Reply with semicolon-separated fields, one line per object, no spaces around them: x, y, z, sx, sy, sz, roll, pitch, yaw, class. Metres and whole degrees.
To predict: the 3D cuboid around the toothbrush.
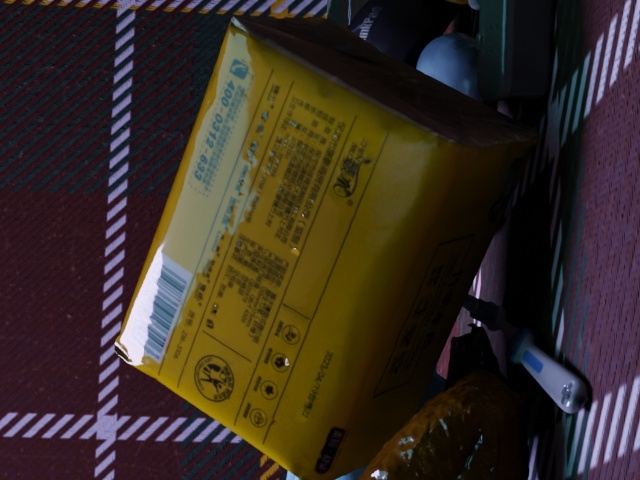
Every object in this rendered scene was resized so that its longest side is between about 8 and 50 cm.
0.197;0.104;1.534;0.386;0.040;0.040;-128;40;-76;toothbrush

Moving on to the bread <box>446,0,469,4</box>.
0.135;-0.341;1.820;0.069;0.127;0.140;-90;6;-74;bread

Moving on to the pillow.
0.153;-0.113;1.788;0.214;0.086;0.233;-112;23;-69;pillow

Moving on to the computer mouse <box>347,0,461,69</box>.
0.081;-0.238;1.940;0.170;0.100;0.269;-54;-1;21;computer mouse

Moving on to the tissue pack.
0.000;0.000;1.614;0.228;0.293;0.382;-15;-49;-57;tissue pack

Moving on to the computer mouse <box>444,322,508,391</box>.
0.161;0.189;1.628;0.126;0.071;0.231;-88;2;-67;computer mouse

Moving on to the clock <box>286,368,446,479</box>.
0.077;0.238;1.795;0.094;0.223;0.274;-15;66;56;clock

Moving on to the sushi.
0.111;0.242;1.482;0.287;0.149;0.140;-52;-6;5;sushi

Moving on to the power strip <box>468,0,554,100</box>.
0.187;-0.271;1.608;0.193;0.059;0.265;-144;55;-83;power strip
